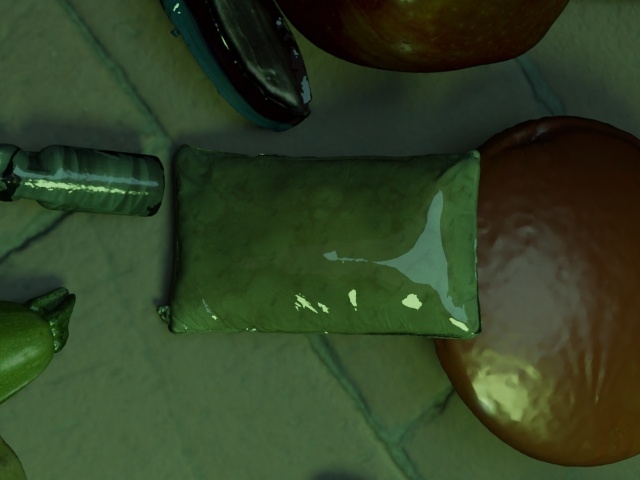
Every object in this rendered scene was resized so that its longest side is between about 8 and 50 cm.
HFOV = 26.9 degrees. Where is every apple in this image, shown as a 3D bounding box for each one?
[{"bbox_3d":[0.102,-0.303,1.284,0.317,0.288,0.288,3,82,-40],"label":"apple"}]

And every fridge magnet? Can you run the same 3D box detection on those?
[{"bbox_3d":[0.260,0.051,1.380,0.364,0.155,0.363,3,82,-26],"label":"fridge magnet"}]

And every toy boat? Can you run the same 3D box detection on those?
[{"bbox_3d":[-0.088,-0.192,1.274,0.100,0.097,0.223,-47,121,-27],"label":"toy boat"}]

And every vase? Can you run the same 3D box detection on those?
[{"bbox_3d":[-0.247,-0.058,1.194,0.212,0.060,0.059,5,81,-25],"label":"vase"}]

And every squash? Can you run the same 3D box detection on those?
[{"bbox_3d":[-0.264,0.090,1.162,0.132,0.105,0.105,-17,91,-46],"label":"squash"}]

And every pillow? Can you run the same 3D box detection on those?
[{"bbox_3d":[0.000,0.000,1.257,0.303,0.075,0.184,1,79,1],"label":"pillow"}]

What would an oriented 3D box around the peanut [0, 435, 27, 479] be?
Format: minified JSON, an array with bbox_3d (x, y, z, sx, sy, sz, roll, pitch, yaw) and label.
[{"bbox_3d":[-0.383,0.164,1.049,0.340,0.158,0.174,39,98,-13],"label":"peanut"}]
